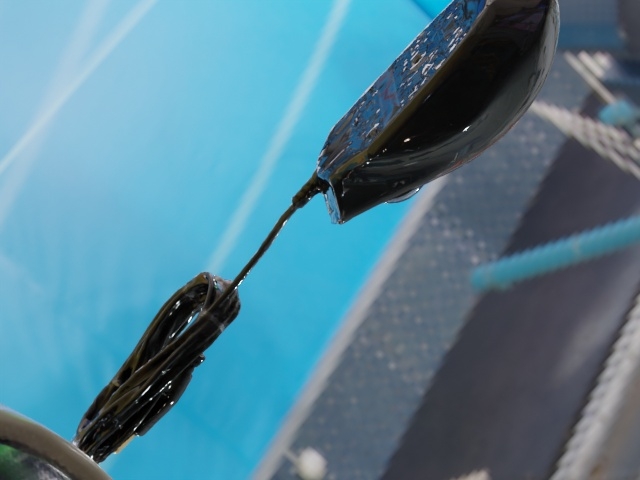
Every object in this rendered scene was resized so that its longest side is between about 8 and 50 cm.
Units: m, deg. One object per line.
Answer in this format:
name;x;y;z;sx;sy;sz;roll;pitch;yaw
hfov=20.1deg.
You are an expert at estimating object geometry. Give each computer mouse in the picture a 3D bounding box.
computer mouse;0.000;0.000;0.638;0.242;0.041;0.071;-45;-165;17

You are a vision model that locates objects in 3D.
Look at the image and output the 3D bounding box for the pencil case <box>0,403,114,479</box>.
pencil case;-0.212;0.183;0.554;0.410;0.183;0.160;-29;-111;35
